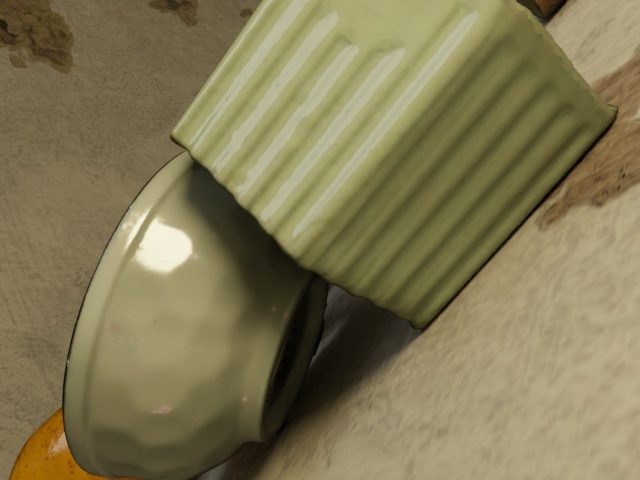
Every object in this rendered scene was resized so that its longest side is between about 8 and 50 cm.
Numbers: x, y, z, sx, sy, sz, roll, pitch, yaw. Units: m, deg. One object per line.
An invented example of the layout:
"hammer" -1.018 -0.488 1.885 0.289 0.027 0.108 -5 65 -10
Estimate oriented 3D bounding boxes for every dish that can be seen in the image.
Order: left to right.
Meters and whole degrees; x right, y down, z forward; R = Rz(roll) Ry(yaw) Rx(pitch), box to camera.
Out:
"dish" -0.071 0.071 0.535 0.303 0.120 0.303 17 -90 -77

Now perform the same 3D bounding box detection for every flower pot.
"flower pot" 0.042 -0.084 0.457 0.189 0.239 0.209 -52 -20 12

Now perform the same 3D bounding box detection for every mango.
"mango" -0.208 0.214 0.735 0.290 0.160 0.191 -49 -2 -43

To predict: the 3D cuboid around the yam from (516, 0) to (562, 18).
"yam" 0.239 -0.294 0.666 0.127 0.084 0.084 -49 10 12
